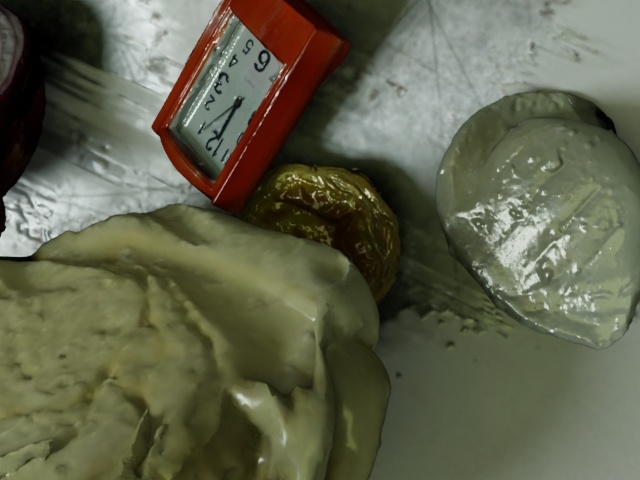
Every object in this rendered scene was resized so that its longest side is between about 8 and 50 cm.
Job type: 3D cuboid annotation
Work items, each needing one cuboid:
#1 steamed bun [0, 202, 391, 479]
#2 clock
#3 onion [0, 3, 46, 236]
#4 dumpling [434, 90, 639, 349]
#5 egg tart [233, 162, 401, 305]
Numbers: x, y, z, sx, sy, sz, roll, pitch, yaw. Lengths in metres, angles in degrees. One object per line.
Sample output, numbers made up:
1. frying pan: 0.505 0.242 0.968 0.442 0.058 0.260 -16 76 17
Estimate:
1. steamed bun: -0.141 0.131 1.064 0.372 0.325 0.230 -20 132 -12
2. clock: -0.049 -0.106 1.143 0.155 0.061 0.113 -56 45 17
3. onion: -0.276 -0.064 1.145 0.218 0.195 0.139 50 150 30
4. dumpling: 0.158 -0.016 1.101 0.150 0.092 0.176 -7 95 11
5. egg tart: 0.000 0.000 1.163 0.130 0.052 0.130 2 99 15
